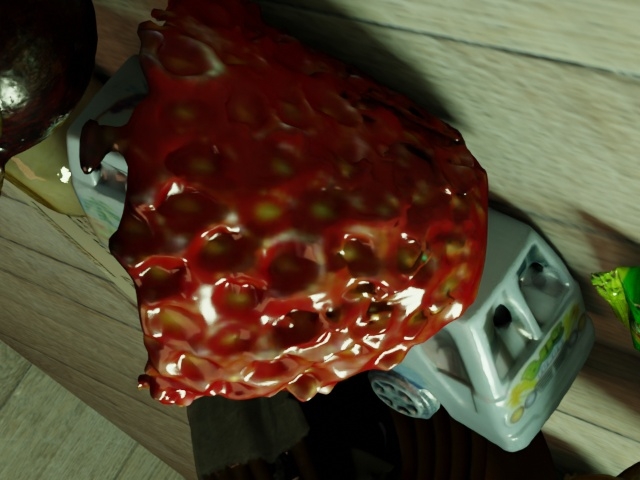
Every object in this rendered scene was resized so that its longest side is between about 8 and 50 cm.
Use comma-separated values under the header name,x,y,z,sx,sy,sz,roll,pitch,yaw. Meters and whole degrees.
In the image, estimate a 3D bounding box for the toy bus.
name,x,y,z,sx,sy,sz,roll,pitch,yaw
toy bus,0.000,0.000,1.053,0.330,0.109,0.136,25,154,27

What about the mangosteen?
name,x,y,z,sx,sy,sz,roll,pitch,yaw
mangosteen,-0.211,-0.104,0.983,0.172,0.184,0.172,16,179,0

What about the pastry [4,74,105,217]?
name,x,y,z,sx,sy,sz,roll,pitch,yaw
pastry,-0.196,-0.079,1.234,0.156,0.092,0.156,37,171,7

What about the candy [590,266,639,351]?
name,x,y,z,sx,sy,sz,roll,pitch,yaw
candy,0.225,0.065,0.908,0.178,0.032,0.102,27,166,22

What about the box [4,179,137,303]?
name,x,y,z,sx,sy,sz,roll,pitch,yaw
box,-0.111,0.021,1.457,0.214,0.069,0.353,22,165,36

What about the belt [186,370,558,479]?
name,x,y,z,sx,sy,sz,roll,pitch,yaw
belt,0.028,0.145,1.185,0.122,0.217,0.338,44,-171,-40

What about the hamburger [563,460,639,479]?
name,x,y,z,sx,sy,sz,roll,pitch,yaw
hamburger,0.233,0.234,1.036,0.245,0.211,0.260,52,136,26

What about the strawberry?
name,x,y,z,sx,sy,sz,roll,pitch,yaw
strawberry,-0.006,-0.024,0.873,0.178,0.234,0.234,2,161,8

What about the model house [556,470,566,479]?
name,x,y,z,sx,sy,sz,roll,pitch,yaw
model house,0.232,0.276,1.451,0.325,0.194,0.267,-22,118,34
